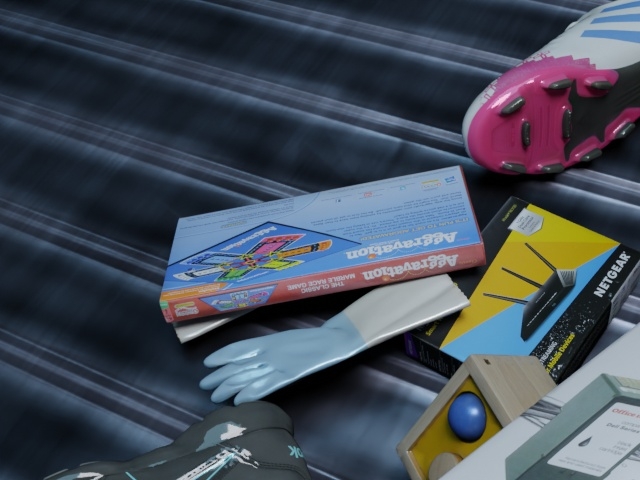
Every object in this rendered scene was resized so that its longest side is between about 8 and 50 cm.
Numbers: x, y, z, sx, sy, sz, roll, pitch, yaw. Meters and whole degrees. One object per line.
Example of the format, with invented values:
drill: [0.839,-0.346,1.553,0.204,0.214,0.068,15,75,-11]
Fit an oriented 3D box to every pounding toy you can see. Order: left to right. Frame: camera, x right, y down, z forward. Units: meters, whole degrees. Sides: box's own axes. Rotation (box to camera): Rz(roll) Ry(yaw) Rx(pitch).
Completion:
pounding toy: [0.115,0.176,0.695,0.100,0.141,0.130,7,39,-36]

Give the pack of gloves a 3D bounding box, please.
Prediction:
pack of gloves: [-0.009,0.067,0.861,0.232,0.046,0.195,-22,31,-8]

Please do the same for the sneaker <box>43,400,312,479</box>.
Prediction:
sneaker: [-0.130,0.213,0.718,0.267,0.101,0.106,-24,53,-11]

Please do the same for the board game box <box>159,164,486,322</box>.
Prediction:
board game box: [0.000,0.000,0.884,0.281,0.027,0.145,-10,30,6]

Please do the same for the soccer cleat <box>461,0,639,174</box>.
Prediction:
soccer cleat: [0.270,-0.165,0.981,0.331,0.116,0.143,-23,35,-14]

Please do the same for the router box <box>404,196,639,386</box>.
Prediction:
router box: [0.176,0.056,0.836,0.133,0.046,0.179,26,59,28]

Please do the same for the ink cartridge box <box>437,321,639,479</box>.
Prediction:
ink cartridge box: [0.176,0.208,0.571,0.289,0.211,0.121,-30,21,-25]
